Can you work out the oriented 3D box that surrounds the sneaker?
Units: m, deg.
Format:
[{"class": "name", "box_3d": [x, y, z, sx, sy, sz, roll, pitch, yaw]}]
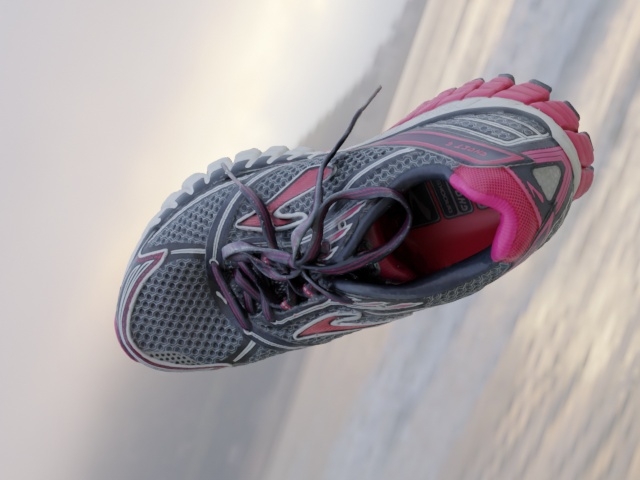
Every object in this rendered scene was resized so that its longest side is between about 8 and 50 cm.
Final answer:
[{"class": "sneaker", "box_3d": [0.000, 0.000, 0.992, 0.299, 0.121, 0.112, -25, 14, 29]}]
